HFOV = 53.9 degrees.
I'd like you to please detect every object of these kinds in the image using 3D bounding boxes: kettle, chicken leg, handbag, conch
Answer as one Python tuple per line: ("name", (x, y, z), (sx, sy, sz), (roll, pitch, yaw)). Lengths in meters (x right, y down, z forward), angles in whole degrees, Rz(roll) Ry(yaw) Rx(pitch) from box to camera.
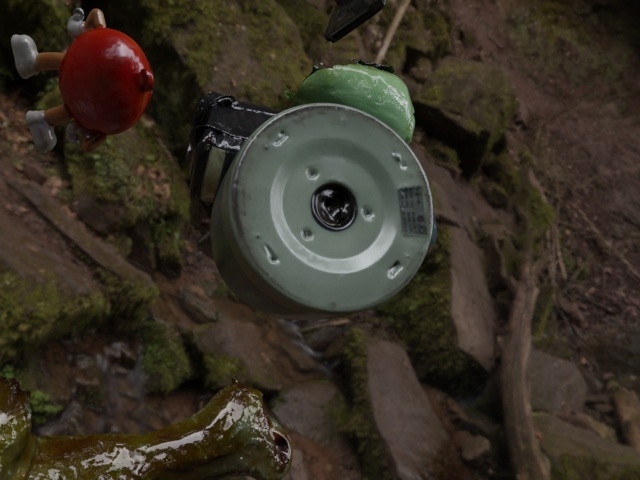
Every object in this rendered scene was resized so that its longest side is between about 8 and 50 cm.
("kettle", (0.000, 0.000, 0.868), (0.319, 0.247, 0.342), (9, -15, -17))
("chicken leg", (-0.208, 0.195, 0.502), (0.140, 0.361, 0.212), (10, -56, 50))
("handbag", (-0.164, -0.163, 1.201), (0.181, 0.181, 0.254), (13, 36, -11))
("conch", (0.073, -0.239, 1.112), (0.250, 0.143, 0.137), (42, 38, -27))

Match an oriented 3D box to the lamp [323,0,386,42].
("lamp", (0.011, -0.408, 0.825), (0.283, 0.203, 0.125), (31, 49, -40))

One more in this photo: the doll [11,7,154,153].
("doll", (-0.293, -0.206, 0.804), (0.085, 0.217, 0.183), (-19, 102, -64))
